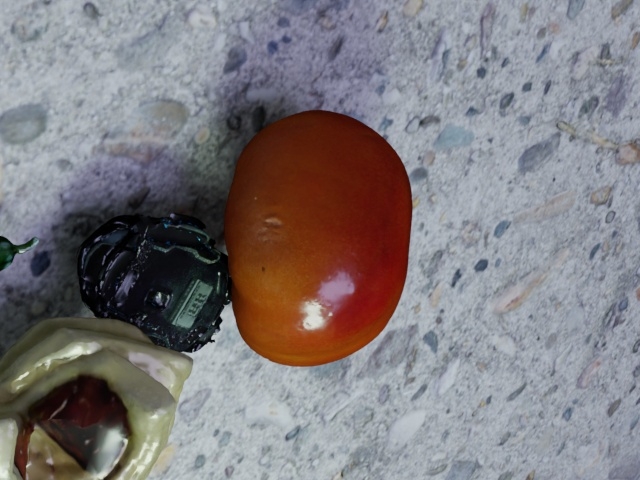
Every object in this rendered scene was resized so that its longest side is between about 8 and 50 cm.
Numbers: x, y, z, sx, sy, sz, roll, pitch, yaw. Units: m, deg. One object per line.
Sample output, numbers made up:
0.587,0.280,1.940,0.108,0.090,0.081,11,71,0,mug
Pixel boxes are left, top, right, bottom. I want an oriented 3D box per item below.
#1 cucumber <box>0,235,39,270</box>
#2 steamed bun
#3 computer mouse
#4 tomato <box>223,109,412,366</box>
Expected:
-0.355,0.040,1.280,0.250,0.056,0.056,-27,131,-31,cucumber
-0.309,0.245,1.336,0.247,0.189,0.428,34,104,-17,steamed bun
-0.164,0.037,1.459,0.146,0.077,0.241,-59,144,0,computer mouse
0.000,0.002,1.489,0.260,0.180,0.260,7,90,-86,tomato
